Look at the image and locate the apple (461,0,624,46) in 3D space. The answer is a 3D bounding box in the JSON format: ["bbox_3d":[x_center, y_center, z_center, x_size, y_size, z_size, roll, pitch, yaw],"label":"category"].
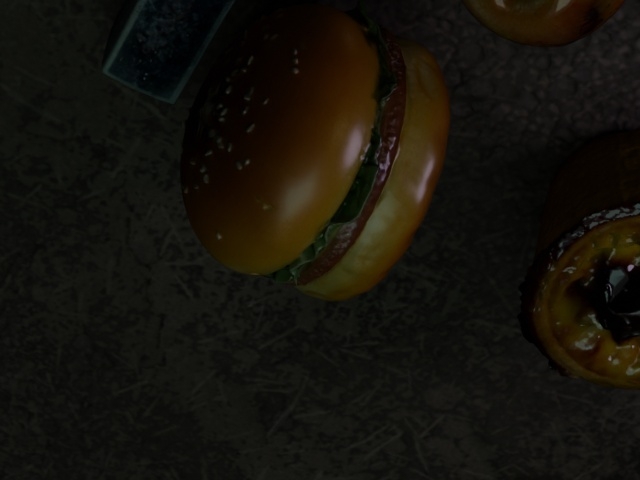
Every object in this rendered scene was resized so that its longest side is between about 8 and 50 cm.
[{"bbox_3d":[0.171,-0.214,1.350,0.146,0.146,0.146,1,130,2],"label":"apple"}]

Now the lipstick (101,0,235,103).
[{"bbox_3d":[-0.079,-0.240,1.376,0.077,0.076,0.290,24,125,-14],"label":"lipstick"}]

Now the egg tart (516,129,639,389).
[{"bbox_3d":[0.272,0.016,1.511,0.215,0.171,0.215,1,129,2],"label":"egg tart"}]

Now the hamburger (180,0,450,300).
[{"bbox_3d":[-0.020,-0.078,1.403,0.170,0.246,0.246,18,130,-28],"label":"hamburger"}]
